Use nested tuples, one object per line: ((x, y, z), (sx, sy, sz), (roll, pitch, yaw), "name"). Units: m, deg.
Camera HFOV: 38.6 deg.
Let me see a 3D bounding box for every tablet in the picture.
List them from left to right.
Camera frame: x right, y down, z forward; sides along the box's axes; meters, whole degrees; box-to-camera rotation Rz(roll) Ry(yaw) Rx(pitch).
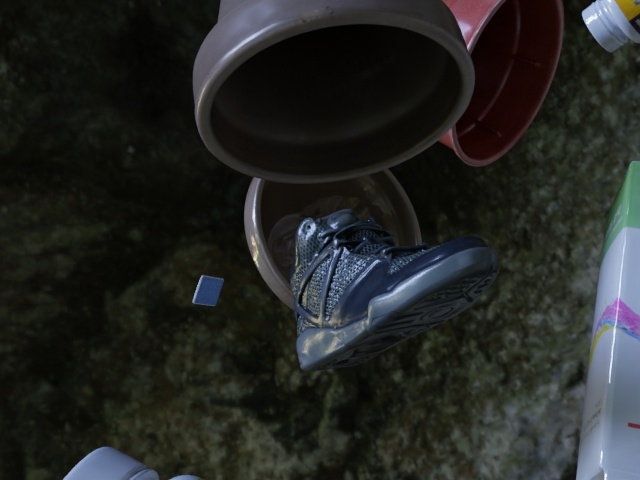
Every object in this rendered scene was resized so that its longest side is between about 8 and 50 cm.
((-0.204, 0.092, 1.667), (0.083, 0.006, 0.054), (18, -89, -68), "tablet")

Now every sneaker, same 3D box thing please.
((0.042, 0.018, 0.728), (0.087, 0.130, 0.227), (-5, -17, -32), "sneaker")

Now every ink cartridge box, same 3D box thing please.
((0.338, 0.126, 0.780), (0.207, 0.353, 0.119), (11, -23, 8), "ink cartridge box")

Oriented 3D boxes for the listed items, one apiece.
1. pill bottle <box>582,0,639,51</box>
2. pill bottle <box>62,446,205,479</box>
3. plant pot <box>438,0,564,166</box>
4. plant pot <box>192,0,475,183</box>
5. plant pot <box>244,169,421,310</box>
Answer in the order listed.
((0.527, -0.394, 1.442), (0.215, 0.117, 0.117), (-35, -39, 31), "pill bottle")
((-0.060, 0.209, 0.521), (0.208, 0.119, 0.119), (26, -36, 12), "pill bottle")
((0.168, -0.284, 1.339), (0.272, 0.265, 0.272), (-34, -41, -35), "plant pot")
((0.000, -0.218, 0.900), (0.263, 0.229, 0.263), (-7, -27, -4), "plant pot")
((0.000, 0.000, 1.122), (0.237, 0.237, 0.109), (7, -23, -30), "plant pot")
